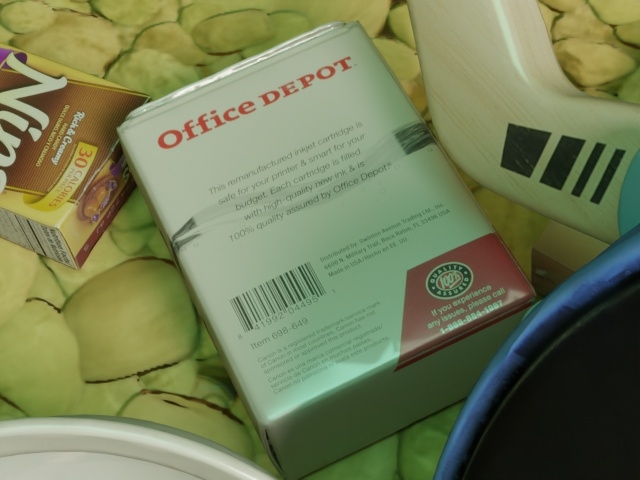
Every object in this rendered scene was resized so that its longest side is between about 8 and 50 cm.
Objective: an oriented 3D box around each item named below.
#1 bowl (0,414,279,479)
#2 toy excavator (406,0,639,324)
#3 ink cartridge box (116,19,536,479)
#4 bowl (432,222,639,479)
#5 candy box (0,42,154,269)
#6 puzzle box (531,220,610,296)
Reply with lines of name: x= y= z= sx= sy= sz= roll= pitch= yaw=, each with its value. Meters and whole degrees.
bowl: x=-0.098 y=0.195 z=0.607 sx=0.298 sy=0.297 sz=0.134 roll=-8 pitch=14 yaw=4
toy excavator: x=0.165 y=0.005 z=0.615 sx=0.445 sy=0.432 sz=0.222 roll=18 pitch=17 yaw=40
ink cartridge box: x=0.000 y=0.000 z=0.775 sx=0.159 sy=0.092 sz=0.218 roll=-25 pitch=60 yaw=-7
bowl: x=0.185 y=0.161 z=0.408 sx=0.077 sy=0.391 sz=0.391 roll=-9 pitch=46 yaw=-45
candy box: x=-0.204 y=-0.066 z=0.872 sx=0.187 sy=0.053 sz=0.109 roll=21 pitch=63 yaw=19
puzzle box: x=0.355 y=0.016 z=0.734 sx=0.409 sy=0.052 sz=0.272 roll=31 pitch=67 yaw=24
